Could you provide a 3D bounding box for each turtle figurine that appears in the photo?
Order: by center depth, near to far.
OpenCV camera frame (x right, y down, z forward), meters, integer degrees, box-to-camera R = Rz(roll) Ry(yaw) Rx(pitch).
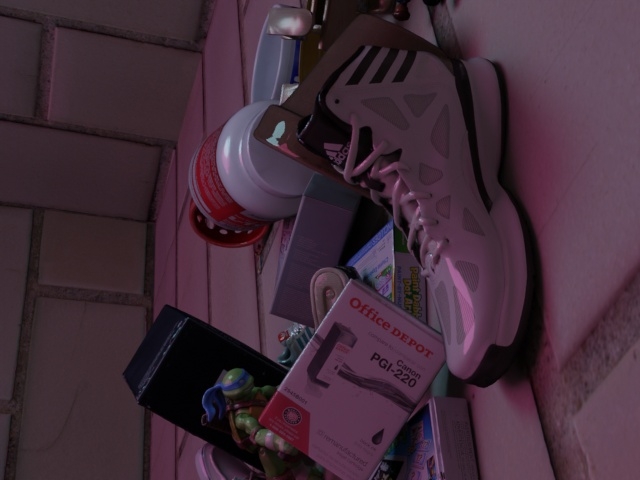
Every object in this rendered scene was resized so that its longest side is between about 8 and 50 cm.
[{"bbox_3d":[-0.035,0.311,1.624,0.198,0.275,0.266,35,145,61],"label":"turtle figurine"}]

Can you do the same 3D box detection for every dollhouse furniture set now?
[{"bbox_3d":[0.041,-0.319,1.606,0.161,0.212,0.242,12,96,37],"label":"dollhouse furniture set"}]

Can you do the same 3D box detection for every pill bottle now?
[{"bbox_3d":[-0.112,-0.148,1.954,0.408,0.229,0.229,165,112,-71],"label":"pill bottle"}]

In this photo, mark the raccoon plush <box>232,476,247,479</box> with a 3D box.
[{"bbox_3d":[-0.040,0.487,1.388,0.446,0.299,0.216,-64,-7,-62],"label":"raccoon plush"}]

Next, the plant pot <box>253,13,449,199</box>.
[{"bbox_3d":[0.067,-0.188,1.407,0.229,0.263,0.263,-63,19,6],"label":"plant pot"}]

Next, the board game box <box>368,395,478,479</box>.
[{"bbox_3d":[0.116,0.349,1.274,0.305,0.053,0.193,121,151,-53],"label":"board game box"}]

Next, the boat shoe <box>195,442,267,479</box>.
[{"bbox_3d":[-0.120,0.459,1.777,0.267,0.096,0.088,51,129,20],"label":"boat shoe"}]

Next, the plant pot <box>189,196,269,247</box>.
[{"bbox_3d":[-0.207,-0.105,2.350,0.174,0.191,0.191,-85,14,-44],"label":"plant pot"}]

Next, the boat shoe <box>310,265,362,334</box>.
[{"bbox_3d":[0.029,0.153,1.476,0.079,0.084,0.233,-10,-77,-67],"label":"boat shoe"}]

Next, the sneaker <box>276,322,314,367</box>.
[{"bbox_3d":[-0.036,0.172,1.825,0.057,0.075,0.161,-108,30,-56],"label":"sneaker"}]

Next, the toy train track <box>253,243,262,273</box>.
[{"bbox_3d":[-0.151,0.044,2.380,0.048,0.014,0.083,116,155,-48],"label":"toy train track"}]

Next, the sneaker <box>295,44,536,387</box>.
[{"bbox_3d":[0.092,-0.044,1.176,0.169,0.258,0.447,123,150,-55],"label":"sneaker"}]

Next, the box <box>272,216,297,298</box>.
[{"bbox_3d":[-0.054,0.045,2.013,0.145,0.038,0.186,-176,95,-74],"label":"box"}]

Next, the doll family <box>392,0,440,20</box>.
[{"bbox_3d":[0.157,-0.384,1.452,0.193,0.076,0.111,-169,83,-79],"label":"doll family"}]

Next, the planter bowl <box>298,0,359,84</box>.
[{"bbox_3d":[0.024,-0.369,1.801,0.217,0.090,0.217,9,-90,-85],"label":"planter bowl"}]

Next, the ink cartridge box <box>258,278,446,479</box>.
[{"bbox_3d":[0.047,0.177,1.253,0.218,0.159,0.092,-57,-6,-3],"label":"ink cartridge box"}]

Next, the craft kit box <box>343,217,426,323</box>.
[{"bbox_3d":[0.086,0.125,1.480,0.250,0.061,0.246,132,145,-63],"label":"craft kit box"}]

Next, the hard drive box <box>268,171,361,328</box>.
[{"bbox_3d":[0.000,0.000,1.666,0.181,0.089,0.232,-67,-5,-63],"label":"hard drive box"}]

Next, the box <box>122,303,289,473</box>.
[{"bbox_3d":[-0.191,0.270,1.854,0.182,0.296,0.294,-60,15,-8],"label":"box"}]

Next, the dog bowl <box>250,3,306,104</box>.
[{"bbox_3d":[-0.069,-0.369,2.136,0.265,0.104,0.264,-173,90,-74],"label":"dog bowl"}]
